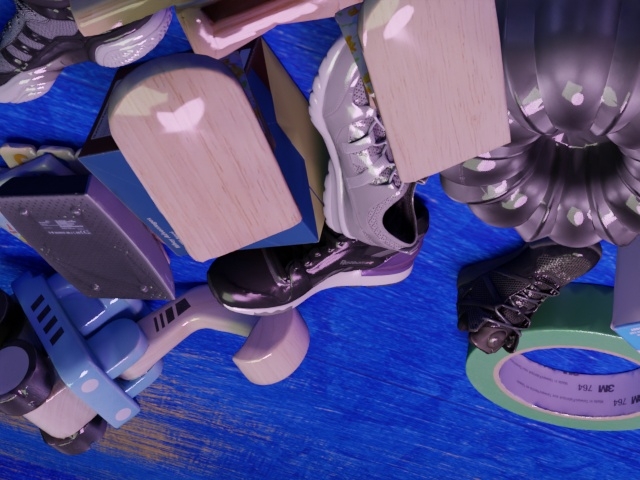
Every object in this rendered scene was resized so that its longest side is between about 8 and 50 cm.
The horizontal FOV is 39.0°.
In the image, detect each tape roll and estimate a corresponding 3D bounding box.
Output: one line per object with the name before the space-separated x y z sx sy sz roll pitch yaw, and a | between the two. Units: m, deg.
tape roll | 0.374 0.176 1.301 0.321 0.077 0.321 10 148 7

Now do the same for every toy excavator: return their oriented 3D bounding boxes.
toy excavator | -0.297 0.148 1.433 0.433 0.445 0.222 45 170 38

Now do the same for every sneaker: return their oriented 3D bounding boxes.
sneaker | 0.000 0.000 1.088 0.283 0.107 0.124 -13 149 -25
sneaker | 0.067 -0.101 0.919 0.115 0.105 0.281 29 149 28
sneaker | -0.293 -0.236 0.912 0.269 0.101 0.153 -10 140 26
sneaker | 0.258 0.073 1.139 0.087 0.130 0.228 31 143 -28

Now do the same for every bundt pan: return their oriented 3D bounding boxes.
bundt pan | 0.245 -0.103 0.868 0.331 0.124 0.330 12 149 7

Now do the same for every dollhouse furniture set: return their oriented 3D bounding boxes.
dollhouse furniture set | 0.021 -0.255 0.521 0.394 0.362 0.256 -20 143 3

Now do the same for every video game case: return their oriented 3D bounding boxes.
video game case | -0.378 -0.035 1.292 0.212 0.023 0.193 -14 139 38

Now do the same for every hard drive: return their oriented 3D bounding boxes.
hard drive | -0.315 -0.002 1.245 0.172 0.054 0.254 0 145 22

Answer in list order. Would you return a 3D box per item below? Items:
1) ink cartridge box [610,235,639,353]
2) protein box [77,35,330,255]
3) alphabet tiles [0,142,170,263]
ink cartridge box | 0.462 0.067 1.000 0.171 0.168 0.233 -18 136 42
protein box | -0.118 -0.097 1.017 0.201 0.135 0.200 -6 143 30
alphabet tiles | -0.328 -0.048 1.295 0.284 0.021 0.278 6 148 15
